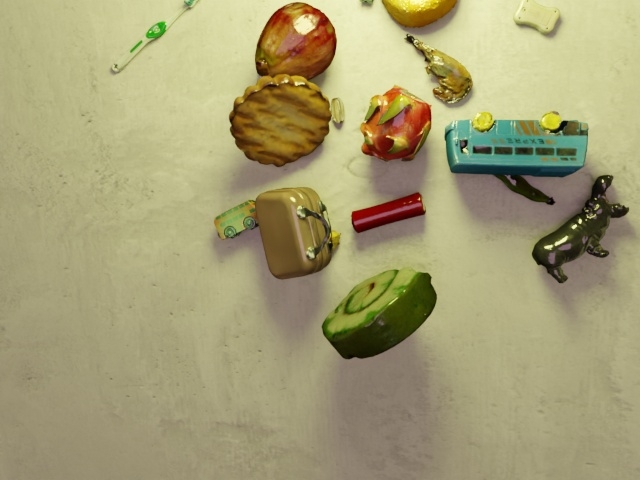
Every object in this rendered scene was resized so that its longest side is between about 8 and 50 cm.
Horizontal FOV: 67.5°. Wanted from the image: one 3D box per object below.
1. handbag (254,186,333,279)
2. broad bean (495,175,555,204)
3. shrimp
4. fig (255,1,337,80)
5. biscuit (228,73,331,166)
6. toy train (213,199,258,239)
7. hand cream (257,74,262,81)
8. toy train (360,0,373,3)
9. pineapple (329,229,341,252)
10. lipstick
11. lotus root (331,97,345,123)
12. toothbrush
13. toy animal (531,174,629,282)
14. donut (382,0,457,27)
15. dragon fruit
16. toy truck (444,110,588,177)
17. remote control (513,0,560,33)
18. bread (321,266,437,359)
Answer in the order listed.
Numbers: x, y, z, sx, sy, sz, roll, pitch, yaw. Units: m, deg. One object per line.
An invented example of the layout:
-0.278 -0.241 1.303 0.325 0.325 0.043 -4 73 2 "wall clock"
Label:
-0.067 -0.028 1.556 0.283 0.149 0.301 -4 100 46 "handbag"
0.602 -0.190 1.497 0.298 0.043 0.060 38 85 1 "broad bean"
0.345 -0.525 1.467 0.262 0.066 0.117 36 105 4 "shrimp"
-0.082 -0.594 1.463 0.263 0.224 0.224 -31 94 16 "fig"
-0.127 -0.378 1.496 0.326 0.326 0.107 -26 53 15 "biscuit"
-0.287 -0.070 1.675 0.188 0.072 0.099 -23 97 14 "toy train"
-0.178 -0.469 1.584 0.080 0.048 0.255 1 106 -22 "hand cream"
0.161 -0.832 1.448 0.043 0.047 0.207 16 103 14 "toy train"
0.000 0.000 1.638 0.114 0.077 0.114 33 100 17 "pineapple"
0.221 -0.090 1.571 0.241 0.080 0.080 -15 98 14 "lipstick"
0.058 -0.422 1.560 0.038 0.030 0.083 0 100 41 "lotus root"
-0.558 -0.703 1.621 0.418 0.040 0.042 -32 92 19 "toothbrush"
0.808 -0.028 1.462 0.168 0.106 0.343 40 99 8 "toy animal"
0.288 -0.763 1.412 0.254 0.118 0.253 0 90 20 "donut"
0.223 -0.345 1.451 0.224 0.224 0.227 26 108 5 "dragon fruit"
0.560 -0.277 1.404 0.385 0.161 0.162 3 86 7 "toy truck"
0.631 -0.657 1.402 0.122 0.032 0.074 25 105 6 "remote control"
0.182 0.208 1.491 0.382 0.366 0.129 -34 99 18 "bread"
